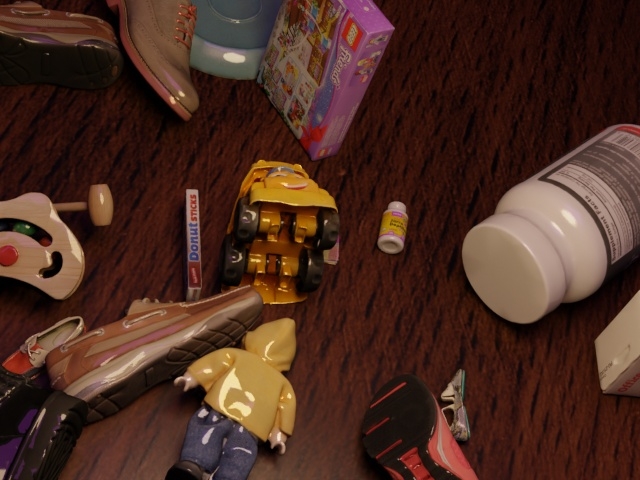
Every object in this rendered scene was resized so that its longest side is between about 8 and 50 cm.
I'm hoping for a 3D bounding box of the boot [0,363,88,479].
[{"bbox_3d":[-0.470,0.286,1.172,0.260,0.131,0.348,22,59,6],"label":"boot"}]

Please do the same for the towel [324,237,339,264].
[{"bbox_3d":[0.000,0.000,1.564,0.060,0.009,0.083,8,54,-8],"label":"towel"}]

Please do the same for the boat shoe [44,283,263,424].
[{"bbox_3d":[-0.228,0.129,1.352,0.324,0.123,0.116,-24,63,-29],"label":"boat shoe"}]

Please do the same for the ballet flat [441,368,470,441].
[{"bbox_3d":[0.196,0.240,1.432,0.041,0.041,0.114,8,54,-9],"label":"ballet flat"}]

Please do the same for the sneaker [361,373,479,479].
[{"bbox_3d":[0.153,0.324,1.332,0.116,0.136,0.314,-31,42,8],"label":"sneaker"}]

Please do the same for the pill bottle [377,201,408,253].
[{"bbox_3d":[0.119,-0.022,1.589,0.043,0.043,0.083,15,54,-4],"label":"pill bottle"}]

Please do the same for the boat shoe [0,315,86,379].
[{"bbox_3d":[-0.384,0.150,1.343,0.137,0.043,0.049,-32,70,-29],"label":"boat shoe"}]

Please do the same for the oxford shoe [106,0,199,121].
[{"bbox_3d":[-0.264,-0.355,1.648,0.130,0.123,0.348,-30,64,6],"label":"oxford shoe"}]

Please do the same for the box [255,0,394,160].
[{"bbox_3d":[-0.002,-0.301,1.596,0.057,0.293,0.201,-18,63,-32],"label":"box"}]

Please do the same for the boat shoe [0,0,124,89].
[{"bbox_3d":[-0.491,-0.332,1.614,0.323,0.123,0.120,7,49,-20],"label":"boat shoe"}]

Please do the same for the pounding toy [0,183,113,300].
[{"bbox_3d":[-0.422,0.019,1.409,0.269,0.155,0.154,-14,88,-12],"label":"pounding toy"}]

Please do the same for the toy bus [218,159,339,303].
[{"bbox_3d":[-0.066,-0.044,1.457,0.149,0.220,0.212,7,48,-14],"label":"toy bus"}]

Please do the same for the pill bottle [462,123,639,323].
[{"bbox_3d":[0.409,-0.027,1.564,0.363,0.210,0.210,-30,68,-29],"label":"pill bottle"}]

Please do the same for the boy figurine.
[{"bbox_3d":[-0.114,0.217,1.331,0.177,0.092,0.285,29,52,-8],"label":"boy figurine"}]

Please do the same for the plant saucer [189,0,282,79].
[{"bbox_3d":[-0.160,-0.428,1.801,0.317,0.044,0.318,7,55,-10],"label":"plant saucer"}]

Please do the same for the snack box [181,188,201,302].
[{"bbox_3d":[-0.195,0.013,1.472,0.022,0.064,0.178,3,55,-14],"label":"snack box"}]

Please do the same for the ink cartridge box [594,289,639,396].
[{"bbox_3d":[0.566,0.167,1.490,0.237,0.172,0.100,7,54,-9],"label":"ink cartridge box"}]
